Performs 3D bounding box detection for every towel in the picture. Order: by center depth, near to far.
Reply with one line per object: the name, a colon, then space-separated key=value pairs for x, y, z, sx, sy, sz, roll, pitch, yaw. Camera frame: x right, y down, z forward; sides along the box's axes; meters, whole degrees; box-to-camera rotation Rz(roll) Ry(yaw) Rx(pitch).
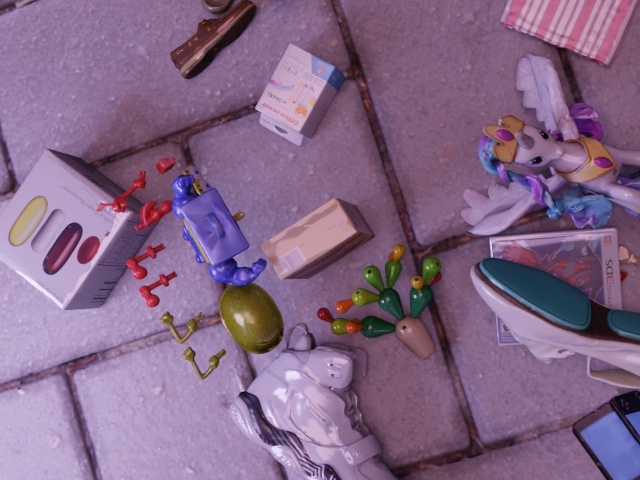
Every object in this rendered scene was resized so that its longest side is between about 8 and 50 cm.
towel: x=0.411 y=-0.383 z=1.667 sx=0.197 sy=0.029 sz=0.144 roll=25 pitch=93 yaw=9

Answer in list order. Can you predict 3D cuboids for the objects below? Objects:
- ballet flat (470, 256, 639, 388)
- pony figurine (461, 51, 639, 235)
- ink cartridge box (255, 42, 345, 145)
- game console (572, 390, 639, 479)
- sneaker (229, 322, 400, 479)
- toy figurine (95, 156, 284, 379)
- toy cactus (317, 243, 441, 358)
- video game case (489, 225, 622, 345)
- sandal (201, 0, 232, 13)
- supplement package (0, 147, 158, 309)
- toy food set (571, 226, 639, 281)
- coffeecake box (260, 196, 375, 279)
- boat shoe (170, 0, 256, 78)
ballet flat: x=0.411 y=0.151 z=1.583 sx=0.400 sy=0.139 sz=0.139 roll=19 pitch=92 yaw=6
pony figurine: x=0.382 y=-0.122 z=1.534 sx=0.364 sy=0.351 sz=0.302 roll=14 pitch=95 yaw=-7
ink cartridge box: x=-0.038 y=-0.242 z=1.720 sx=0.092 sy=0.090 sz=0.143 roll=29 pitch=94 yaw=11
game console: x=0.488 y=0.323 z=1.602 sx=0.085 sy=0.124 sz=0.144 roll=-33 pitch=82 yaw=-18
sneaker: x=0.044 y=0.299 z=1.662 sx=0.366 sy=0.137 sz=0.210 roll=33 pitch=98 yaw=14
toy figurine: x=-0.183 y=0.027 z=1.579 sx=0.191 sy=0.217 sz=0.362 roll=-28 pitch=88 yaw=-19
toy cactus: x=0.122 y=0.116 z=1.686 sx=0.219 sy=0.112 sz=0.180 roll=-35 pitch=101 yaw=6
video game case: x=0.380 y=0.075 z=1.642 sx=0.201 sy=0.023 sz=0.183 roll=-4 pitch=98 yaw=12
sandal: x=-0.161 y=-0.483 z=1.771 sx=0.072 sy=0.049 sz=0.180 roll=21 pitch=86 yaw=11
supplement package: x=-0.428 y=-0.016 z=1.763 sx=0.194 sy=0.149 sz=0.203 roll=35 pitch=94 yaw=10
toy food set: x=0.448 y=0.031 z=1.650 sx=0.122 sy=0.019 sz=0.078 roll=29 pitch=94 yaw=5
coffeecake box: x=0.000 y=0.000 z=1.656 sx=0.142 sy=0.185 sz=0.068 roll=-33 pitch=82 yaw=9
boat shoe: x=-0.189 y=-0.359 z=1.767 sx=0.178 sy=0.064 sz=0.060 roll=-41 pitch=83 yaw=10
